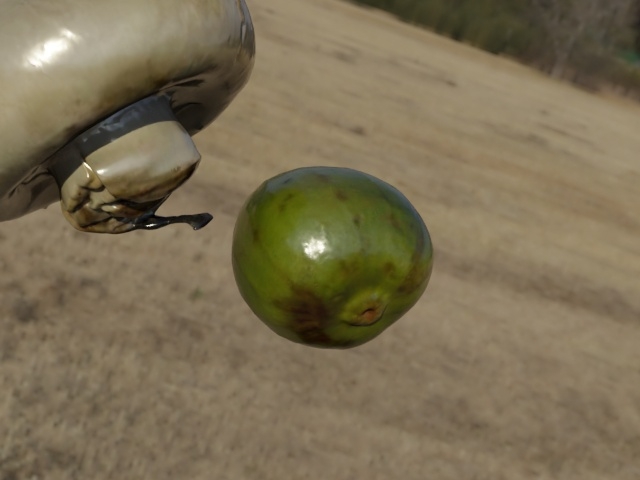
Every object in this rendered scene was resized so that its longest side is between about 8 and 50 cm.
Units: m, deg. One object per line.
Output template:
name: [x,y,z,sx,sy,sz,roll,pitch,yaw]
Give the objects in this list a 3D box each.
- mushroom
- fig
mushroom: [-0.218,-0.127,1.330,0.294,0.362,0.362,62,20,4]
fig: [0.000,0.000,1.423,0.203,0.203,0.225,10,33,-35]
